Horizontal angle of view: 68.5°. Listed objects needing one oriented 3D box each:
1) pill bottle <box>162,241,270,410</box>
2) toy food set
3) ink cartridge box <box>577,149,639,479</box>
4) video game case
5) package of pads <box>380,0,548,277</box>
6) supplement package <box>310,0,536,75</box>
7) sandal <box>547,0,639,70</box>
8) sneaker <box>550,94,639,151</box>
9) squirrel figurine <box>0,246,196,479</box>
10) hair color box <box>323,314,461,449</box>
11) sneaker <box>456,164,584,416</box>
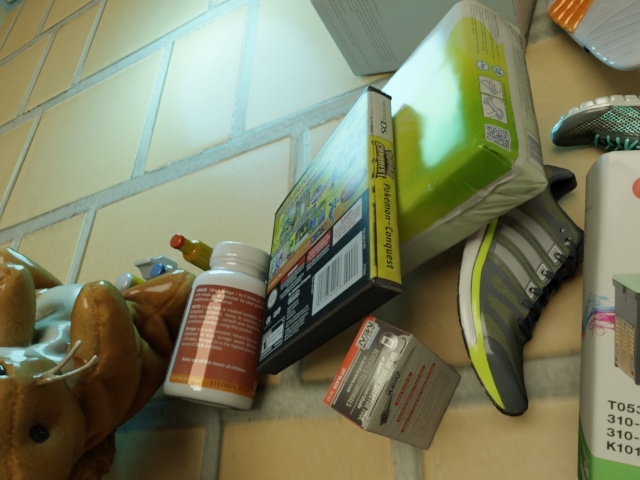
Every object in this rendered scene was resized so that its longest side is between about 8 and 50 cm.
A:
[{"bbox_3d":[-0.132,0.118,0.661,0.121,0.121,0.216,-4,62,30],"label":"pill bottle"},{"bbox_3d":[-0.287,0.067,0.796,0.232,0.104,0.111,-12,59,26],"label":"toy food set"},{"bbox_3d":[0.300,0.075,0.329,0.201,0.117,0.278,2,90,26],"label":"ink cartridge box"},{"bbox_3d":[0.000,0.000,0.554,0.275,0.035,0.248,-46,33,49],"label":"video game case"},{"bbox_3d":[0.110,-0.095,0.554,0.296,0.101,0.229,-41,35,51],"label":"package of pads"},{"bbox_3d":[0.166,-0.396,0.728,0.292,0.177,0.175,7,68,34],"label":"supplement package"},{"bbox_3d":[0.372,-0.278,0.598,0.102,0.076,0.265,-39,34,38],"label":"sandal"},{"bbox_3d":[0.354,-0.123,0.534,0.166,0.065,0.076,-6,65,31],"label":"sneaker"},{"bbox_3d":[-0.332,0.228,0.555,0.370,0.280,0.397,-128,55,-70],"label":"squirrel figurine"},{"bbox_3d":[0.081,0.150,0.479,0.053,0.167,0.093,21,76,38],"label":"hair color box"},{"bbox_3d":[0.218,0.032,0.504,0.121,0.111,0.300,-1,66,27],"label":"sneaker"}]
